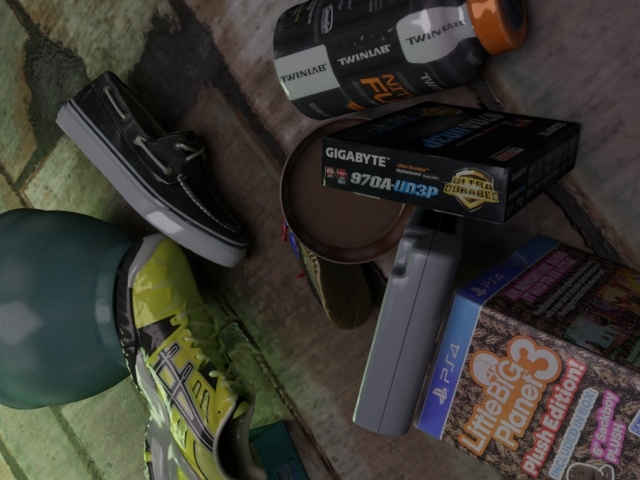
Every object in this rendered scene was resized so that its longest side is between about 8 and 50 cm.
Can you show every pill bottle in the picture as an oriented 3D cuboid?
[{"bbox_3d":[0.081,-0.211,0.739,0.245,0.130,0.130,-8,98,35],"label":"pill bottle"}]

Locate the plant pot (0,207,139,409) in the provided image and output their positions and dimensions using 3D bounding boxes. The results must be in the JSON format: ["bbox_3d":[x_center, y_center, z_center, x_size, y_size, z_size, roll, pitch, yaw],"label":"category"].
[{"bbox_3d":[-0.331,0.093,1.023,0.196,0.293,0.293,-3,101,17],"label":"plant pot"}]

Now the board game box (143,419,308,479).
[{"bbox_3d":[-0.099,0.461,1.069,0.254,0.079,0.336,-25,87,36],"label":"board game box"}]

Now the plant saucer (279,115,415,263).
[{"bbox_3d":[0.035,-0.058,0.823,0.168,0.029,0.168,-2,100,-9],"label":"plant saucer"}]

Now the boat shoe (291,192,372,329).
[{"bbox_3d":[0.001,0.000,0.882,0.073,0.080,0.223,-10,97,67],"label":"boat shoe"}]

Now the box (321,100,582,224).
[{"bbox_3d":[0.130,-0.083,0.684,0.175,0.220,0.051,15,115,31],"label":"box"}]

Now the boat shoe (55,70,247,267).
[{"bbox_3d":[-0.214,-0.104,0.972,0.335,0.121,0.119,42,99,6],"label":"boat shoe"}]

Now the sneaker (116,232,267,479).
[{"bbox_3d":[-0.160,0.174,0.952,0.147,0.145,0.385,-11,94,24],"label":"sneaker"}]

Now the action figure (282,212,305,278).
[{"bbox_3d":[-0.030,-0.009,0.932,0.038,0.030,0.115,-13,93,41],"label":"action figure"}]

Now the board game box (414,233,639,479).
[{"bbox_3d":[0.273,0.130,0.638,0.291,0.232,0.141,24,115,28],"label":"board game box"}]

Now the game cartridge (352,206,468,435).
[{"bbox_3d":[0.097,0.049,0.703,0.062,0.297,0.198,12,112,11],"label":"game cartridge"}]
